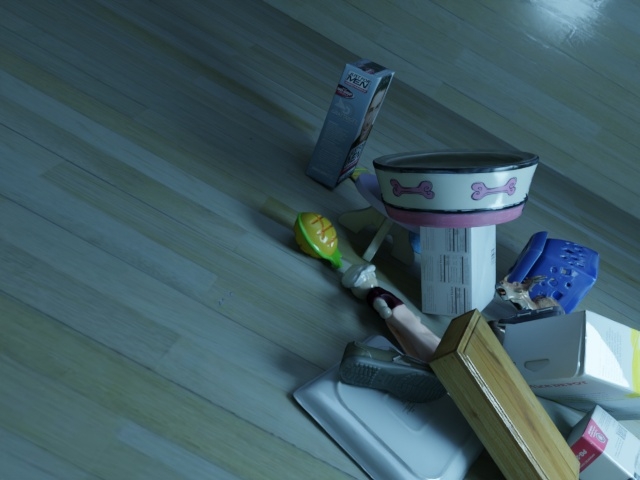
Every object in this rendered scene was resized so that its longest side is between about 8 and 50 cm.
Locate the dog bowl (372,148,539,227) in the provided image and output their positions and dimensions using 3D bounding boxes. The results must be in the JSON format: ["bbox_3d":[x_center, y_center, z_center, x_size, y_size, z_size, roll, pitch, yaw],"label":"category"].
[{"bbox_3d":[0.338,-0.139,1.550,0.408,0.150,0.408,-3,13,1],"label":"dog bowl"}]

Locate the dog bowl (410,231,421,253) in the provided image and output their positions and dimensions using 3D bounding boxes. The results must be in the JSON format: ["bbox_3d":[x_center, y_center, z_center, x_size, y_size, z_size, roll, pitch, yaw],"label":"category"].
[{"bbox_3d":[0.361,-0.029,1.968,0.297,0.074,0.166,-8,47,-49],"label":"dog bowl"}]

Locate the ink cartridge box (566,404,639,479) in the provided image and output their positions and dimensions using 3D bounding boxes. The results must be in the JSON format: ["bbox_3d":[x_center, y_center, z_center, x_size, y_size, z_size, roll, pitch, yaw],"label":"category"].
[{"bbox_3d":[0.692,0.524,1.402,0.237,0.100,0.172,42,31,20],"label":"ink cartridge box"}]

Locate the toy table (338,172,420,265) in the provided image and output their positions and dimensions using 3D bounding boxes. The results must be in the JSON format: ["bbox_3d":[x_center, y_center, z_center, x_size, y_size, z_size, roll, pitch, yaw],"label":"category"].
[{"bbox_3d":[0.191,-0.055,1.763,0.274,0.161,0.252,38,30,11],"label":"toy table"}]

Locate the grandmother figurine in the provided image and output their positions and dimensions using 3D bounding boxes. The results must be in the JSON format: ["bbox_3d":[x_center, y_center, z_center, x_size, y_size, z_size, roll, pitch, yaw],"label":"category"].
[{"bbox_3d":[0.176,0.178,1.466,0.342,0.104,0.208,45,0,29],"label":"grandmother figurine"}]

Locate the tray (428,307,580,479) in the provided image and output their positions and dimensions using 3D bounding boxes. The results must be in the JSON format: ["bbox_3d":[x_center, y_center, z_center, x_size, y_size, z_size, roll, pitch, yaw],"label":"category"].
[{"bbox_3d":[0.389,0.359,1.251,0.411,0.076,0.203,55,31,-1],"label":"tray"}]

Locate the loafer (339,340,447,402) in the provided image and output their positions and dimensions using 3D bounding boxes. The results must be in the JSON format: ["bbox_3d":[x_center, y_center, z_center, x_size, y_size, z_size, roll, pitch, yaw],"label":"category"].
[{"bbox_3d":[0.155,0.255,1.226,0.251,0.094,0.087,20,35,-19],"label":"loafer"}]

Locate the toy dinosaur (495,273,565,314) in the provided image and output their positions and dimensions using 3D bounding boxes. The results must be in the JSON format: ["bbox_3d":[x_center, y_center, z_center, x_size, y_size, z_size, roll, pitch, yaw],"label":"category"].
[{"bbox_3d":[0.635,0.196,1.740,0.295,0.127,0.200,27,40,-48],"label":"toy dinosaur"}]

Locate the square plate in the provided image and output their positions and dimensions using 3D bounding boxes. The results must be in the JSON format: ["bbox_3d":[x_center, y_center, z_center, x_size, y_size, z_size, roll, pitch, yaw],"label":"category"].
[{"bbox_3d":[0.165,0.352,1.235,0.344,0.049,0.347,42,31,17],"label":"square plate"}]

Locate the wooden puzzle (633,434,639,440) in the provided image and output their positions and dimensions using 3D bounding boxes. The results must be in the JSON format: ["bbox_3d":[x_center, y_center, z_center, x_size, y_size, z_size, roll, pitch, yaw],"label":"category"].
[{"bbox_3d":[0.848,0.544,1.602,0.116,0.014,0.078,10,36,-34],"label":"wooden puzzle"}]

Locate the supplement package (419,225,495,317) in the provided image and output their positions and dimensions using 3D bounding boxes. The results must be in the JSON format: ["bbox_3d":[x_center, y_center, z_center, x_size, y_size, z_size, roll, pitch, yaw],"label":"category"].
[{"bbox_3d":[0.372,0.050,1.637,0.145,0.262,0.204,5,16,32],"label":"supplement package"}]

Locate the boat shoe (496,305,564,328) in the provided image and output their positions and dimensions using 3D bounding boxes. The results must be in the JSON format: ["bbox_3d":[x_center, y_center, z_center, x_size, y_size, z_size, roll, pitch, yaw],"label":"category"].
[{"bbox_3d":[0.560,0.209,1.619,0.075,0.206,0.065,22,71,-27],"label":"boat shoe"}]

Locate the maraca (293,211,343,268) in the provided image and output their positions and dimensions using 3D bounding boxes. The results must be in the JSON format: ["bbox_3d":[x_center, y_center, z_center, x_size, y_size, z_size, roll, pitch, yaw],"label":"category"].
[{"bbox_3d":[0.000,0.000,1.575,0.186,0.099,0.127,45,26,-30],"label":"maraca"}]

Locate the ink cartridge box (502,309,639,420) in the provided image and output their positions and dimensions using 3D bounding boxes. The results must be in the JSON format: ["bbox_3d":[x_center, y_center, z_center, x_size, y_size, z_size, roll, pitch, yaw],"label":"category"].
[{"bbox_3d":[0.683,0.317,1.497,0.384,0.279,0.160,21,67,-19],"label":"ink cartridge box"}]

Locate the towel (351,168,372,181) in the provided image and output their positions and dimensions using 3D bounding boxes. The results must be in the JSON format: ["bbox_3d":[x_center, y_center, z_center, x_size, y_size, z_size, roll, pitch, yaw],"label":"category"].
[{"bbox_3d":[0.183,-0.166,2.069,0.102,0.021,0.237,-7,47,-40],"label":"towel"}]

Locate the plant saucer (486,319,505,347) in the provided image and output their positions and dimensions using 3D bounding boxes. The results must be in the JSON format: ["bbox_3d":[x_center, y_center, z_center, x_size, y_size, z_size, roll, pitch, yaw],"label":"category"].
[{"bbox_3d":[0.516,0.289,1.671,0.168,0.029,0.168,23,29,-14],"label":"plant saucer"}]

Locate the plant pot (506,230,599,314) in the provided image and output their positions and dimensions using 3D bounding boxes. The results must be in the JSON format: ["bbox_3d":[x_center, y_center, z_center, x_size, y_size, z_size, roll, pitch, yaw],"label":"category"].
[{"bbox_3d":[0.717,0.115,1.926,0.212,0.236,0.236,32,29,13],"label":"plant pot"}]

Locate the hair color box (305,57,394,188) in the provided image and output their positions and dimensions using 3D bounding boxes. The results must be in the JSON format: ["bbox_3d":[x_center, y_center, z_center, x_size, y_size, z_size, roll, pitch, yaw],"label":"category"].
[{"bbox_3d":[0.092,-0.369,1.921,0.113,0.374,0.185,27,28,11],"label":"hair color box"}]
